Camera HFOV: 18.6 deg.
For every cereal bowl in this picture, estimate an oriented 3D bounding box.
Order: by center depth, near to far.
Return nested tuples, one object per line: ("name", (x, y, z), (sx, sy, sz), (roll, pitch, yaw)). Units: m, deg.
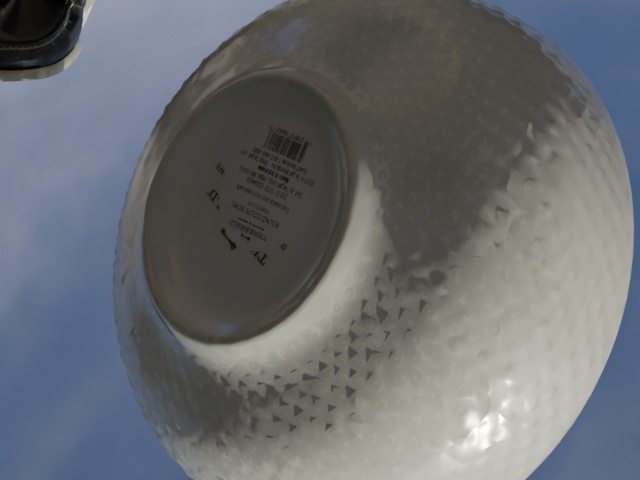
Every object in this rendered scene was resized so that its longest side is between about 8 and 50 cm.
("cereal bowl", (0.000, 0.000, 1.118), (0.339, 0.141, 0.339), (-15, -114, 38))

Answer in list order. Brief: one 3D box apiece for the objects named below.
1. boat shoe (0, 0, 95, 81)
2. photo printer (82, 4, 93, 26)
("boat shoe", (-0.205, -0.178, 1.377), (0.084, 0.079, 0.233), (1, -150, 4))
("photo printer", (-0.283, -0.321, 1.720), (0.107, 0.307, 0.256), (-31, -99, -26))
